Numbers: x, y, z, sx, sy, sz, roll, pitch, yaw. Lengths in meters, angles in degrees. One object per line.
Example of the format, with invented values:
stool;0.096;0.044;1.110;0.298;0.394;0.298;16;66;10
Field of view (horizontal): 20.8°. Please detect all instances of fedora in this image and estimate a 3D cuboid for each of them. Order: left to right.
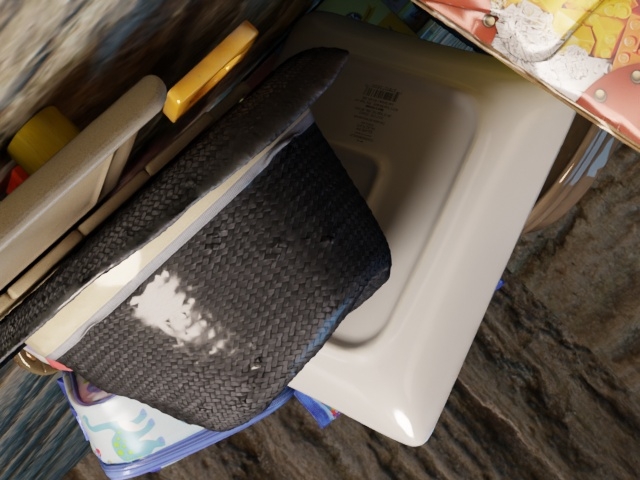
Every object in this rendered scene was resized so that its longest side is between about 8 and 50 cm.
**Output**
fedora;-0.066;0.027;1.120;0.334;0.152;0.334;-42;-176;3

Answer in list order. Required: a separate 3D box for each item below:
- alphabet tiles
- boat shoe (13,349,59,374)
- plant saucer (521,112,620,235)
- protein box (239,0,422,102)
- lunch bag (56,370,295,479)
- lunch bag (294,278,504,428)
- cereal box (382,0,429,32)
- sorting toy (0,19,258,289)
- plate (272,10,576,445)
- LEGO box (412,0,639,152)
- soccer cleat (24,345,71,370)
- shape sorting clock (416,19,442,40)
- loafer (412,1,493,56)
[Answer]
alphabet tiles;-0.189;0.023;1.170;0.342;0.011;0.285;-44;-176;-22
boat shoe;-0.184;0.041;1.433;0.178;0.064;0.060;-40;-166;-18
plant saucer;0.216;-0.121;1.558;0.278;0.041;0.278;-57;-163;27
protein box;0.050;-0.088;1.455;0.136;0.201;0.200;-45;177;-2
lunch bag;-0.122;0.105;1.414;0.176;0.090;0.219;-25;-164;-8
lunch bag;0.000;0.000;1.700;0.221;0.138;0.293;-38;-140;-2
cereal box;0.135;-0.277;1.521;0.240;0.047;0.173;-46;175;2
sorting toy;-0.173;-0.013;0.953;0.348;0.047;0.196;-44;-179;-22
plate;0.019;-0.026;1.245;0.045;0.277;0.278;30;83;-48
LEGO box;0.296;-0.318;1.162;0.372;0.193;0.500;-60;170;29
soccer cleat;-0.145;0.001;1.373;0.248;0.095;0.083;-56;139;-30
shape sorting clock;0.174;-0.288;1.992;0.206;0.040;0.206;-45;177;-3
loafer;0.169;-0.215;1.410;0.130;0.134;0.366;-53;-179;17
